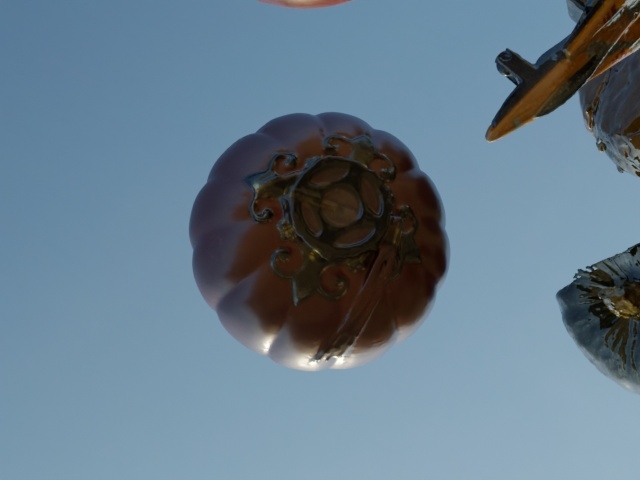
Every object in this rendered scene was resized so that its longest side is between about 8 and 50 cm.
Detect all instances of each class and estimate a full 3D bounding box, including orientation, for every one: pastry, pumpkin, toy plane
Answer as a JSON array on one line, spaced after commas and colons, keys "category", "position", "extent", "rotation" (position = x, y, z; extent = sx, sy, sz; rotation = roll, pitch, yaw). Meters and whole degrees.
[{"category": "pastry", "position": [0.441, -0.199, 1.770], "extent": [0.162, 0.311, 0.255], "rotation": [22, -64, -14]}, {"category": "pumpkin", "position": [0.453, 0.099, 1.776], "extent": [0.242, 0.325, 0.232], "rotation": [-12, -108, -32]}, {"category": "toy plane", "position": [0.263, -0.208, 1.326], "extent": [0.316, 0.103, 0.204], "rotation": [-36, -30, -2]}]

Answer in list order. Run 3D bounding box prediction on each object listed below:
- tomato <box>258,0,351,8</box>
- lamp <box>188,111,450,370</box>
[{"category": "tomato", "position": [0.000, -0.357, 1.194], "extent": [0.293, 0.290, 0.325], "rotation": [-22, -26, -22]}, {"category": "lamp", "position": [0.000, 0.000, 1.622], "extent": [0.303, 0.257, 0.303], "rotation": [4, -108, -11]}]
